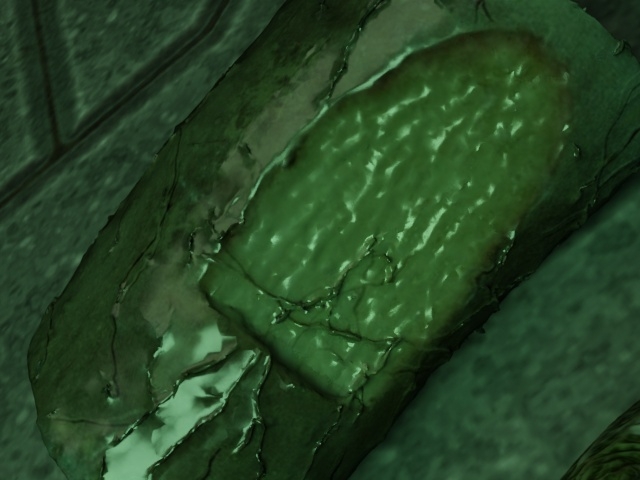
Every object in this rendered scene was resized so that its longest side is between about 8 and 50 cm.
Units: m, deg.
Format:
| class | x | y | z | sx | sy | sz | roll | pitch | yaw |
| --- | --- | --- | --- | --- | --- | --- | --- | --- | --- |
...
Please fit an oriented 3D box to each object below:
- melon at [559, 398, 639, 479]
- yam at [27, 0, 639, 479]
| class | x | y | z | sx | sy | sz | roll | pitch | yaw |
| --- | --- | --- | --- | --- | --- | --- | --- | --- | --- |
| melon | 0.096 | 0.098 | 0.403 | 0.093 | 0.139 | 0.202 | 21 | 68 | 29 |
| yam | 0.000 | 0.000 | 0.568 | 0.254 | 0.154 | 0.154 | -50 | 35 | 3 |
